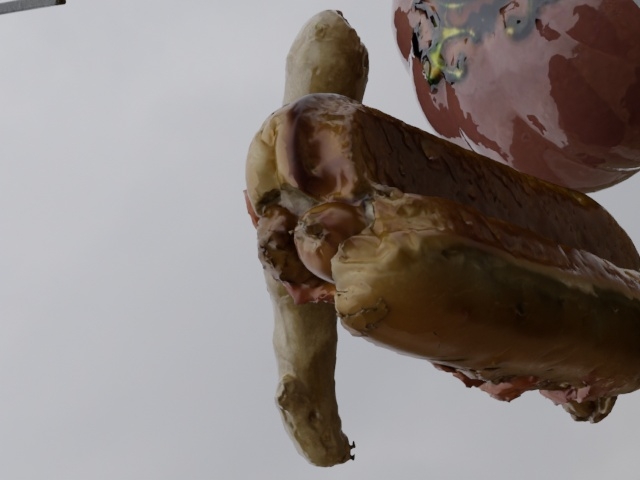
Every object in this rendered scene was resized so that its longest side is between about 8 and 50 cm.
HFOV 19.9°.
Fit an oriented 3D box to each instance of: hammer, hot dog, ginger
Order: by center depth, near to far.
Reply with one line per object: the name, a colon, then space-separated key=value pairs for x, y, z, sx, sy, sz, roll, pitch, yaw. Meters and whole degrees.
hot dog: x=0.086 y=0.022 z=1.072 sx=0.117 sy=0.158 sz=0.349 roll=-46 pitch=-35 yaw=21
ginger: x=0.000 y=0.000 z=1.364 sx=0.148 sy=0.081 sz=0.334 roll=45 pitch=-129 yaw=-77
hammer: x=-0.313 y=-0.184 z=1.514 sx=0.058 sy=0.292 sz=0.029 roll=-20 pitch=-77 yaw=-48

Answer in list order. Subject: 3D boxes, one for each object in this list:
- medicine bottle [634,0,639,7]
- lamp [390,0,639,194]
medicine bottle: x=0.166 y=-0.244 z=0.617 sx=0.208 sy=0.208 sz=0.340 roll=-51 pitch=-41 yaw=-25
lamp: x=0.191 y=-0.182 z=1.283 sx=0.239 sy=0.305 sz=0.305 roll=6 pitch=-64 yaw=-36
